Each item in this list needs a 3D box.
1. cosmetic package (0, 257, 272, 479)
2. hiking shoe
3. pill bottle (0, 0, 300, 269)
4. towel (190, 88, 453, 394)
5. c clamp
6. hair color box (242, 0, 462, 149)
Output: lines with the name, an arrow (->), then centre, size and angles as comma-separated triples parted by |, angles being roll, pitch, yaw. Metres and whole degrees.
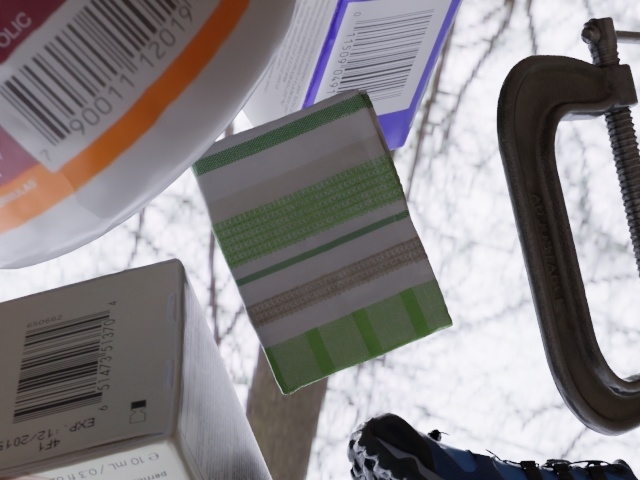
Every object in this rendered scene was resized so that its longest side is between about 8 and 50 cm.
cosmetic package -> -0.096, 0.177, 1.009 | 0.129, 0.296, 0.153 | -14, -144, 7
hiking shoe -> 0.162, 0.203, 1.254 | 0.304, 0.113, 0.132 | 32, -120, 5
pill bottle -> -0.211, -0.190, 0.786 | 0.392, 0.224, 0.224 | 47, -136, -25
towel -> 0.000, 0.000, 1.016 | 0.113, 0.023, 0.152 | -21, -86, -2
c clamp -> 0.111, -0.010, 0.648 | 0.137, 0.022, 0.161 | 2, -102, -53
hair color box -> -0.037, -0.232, 1.169 | 0.110, 0.185, 0.339 | -14, -126, -30
